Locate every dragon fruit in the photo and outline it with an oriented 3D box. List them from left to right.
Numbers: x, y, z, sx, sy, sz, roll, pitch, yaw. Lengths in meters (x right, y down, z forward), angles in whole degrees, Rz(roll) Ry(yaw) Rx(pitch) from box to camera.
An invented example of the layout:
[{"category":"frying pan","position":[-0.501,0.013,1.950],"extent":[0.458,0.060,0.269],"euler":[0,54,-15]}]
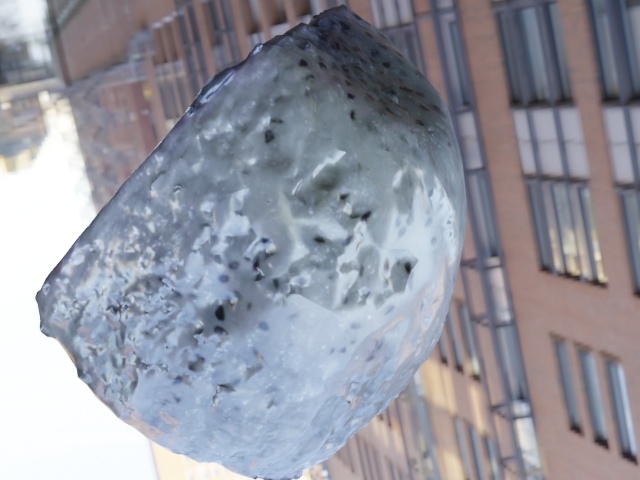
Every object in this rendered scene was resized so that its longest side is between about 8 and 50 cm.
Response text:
[{"category":"dragon fruit","position":[0.000,0.000,0.743],"extent":[0.221,0.204,0.283],"euler":[-48,179,32]}]
